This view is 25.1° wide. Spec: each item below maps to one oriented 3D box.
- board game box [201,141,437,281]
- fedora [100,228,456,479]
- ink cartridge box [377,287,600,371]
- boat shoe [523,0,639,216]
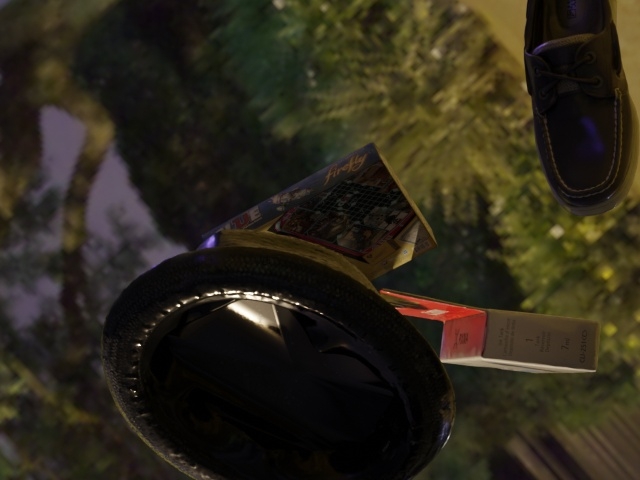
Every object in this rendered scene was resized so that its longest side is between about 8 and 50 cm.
[{"bbox_3d":[0.000,0.000,1.766,0.165,0.243,0.042,54,-167,-39],"label":"board game box"},{"bbox_3d":[-0.034,0.098,1.336,0.334,0.334,0.152,47,-150,-26],"label":"fedora"},{"bbox_3d":[0.182,0.119,1.786,0.261,0.066,0.296,8,174,-4],"label":"ink cartridge box"},{"bbox_3d":[0.234,-0.163,1.338,0.092,0.103,0.285,37,-131,-54],"label":"boat shoe"}]
